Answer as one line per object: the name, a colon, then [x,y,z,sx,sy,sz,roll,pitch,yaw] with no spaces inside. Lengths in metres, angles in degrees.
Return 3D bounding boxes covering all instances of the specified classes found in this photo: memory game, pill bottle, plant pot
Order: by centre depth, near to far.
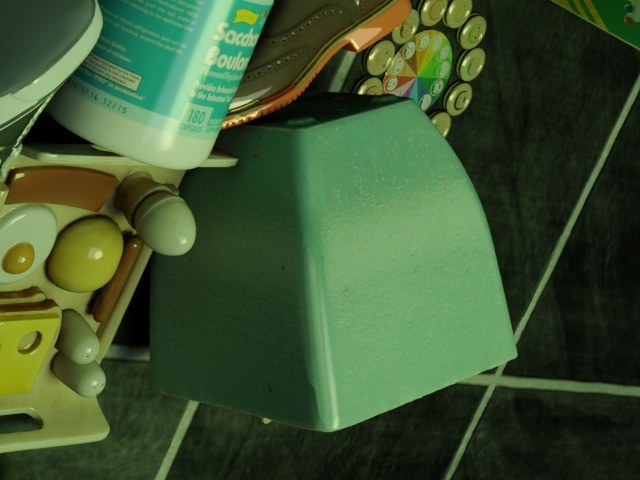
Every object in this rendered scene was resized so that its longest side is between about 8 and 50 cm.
pill bottle: [-0.110,-0.200,1.562,0.146,0.146,0.264,6,112,-51]
plant pot: [0.000,0.000,1.769,0.247,0.248,0.252,-17,107,-40]
memory game: [0.099,-0.160,1.944,0.186,0.012,0.186,-29,136,-32]

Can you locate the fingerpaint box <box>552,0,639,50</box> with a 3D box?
fingerpaint box: [0.424,-0.260,1.936,0.445,0.371,0.163,1,118,-48]

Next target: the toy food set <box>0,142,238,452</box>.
toy food set: [-0.209,0.050,1.663,0.220,0.092,0.306,-2,125,-48]

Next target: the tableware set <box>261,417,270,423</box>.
tableware set: [-0.010,0.090,1.990,0.194,0.039,0.128,-26,123,-42]

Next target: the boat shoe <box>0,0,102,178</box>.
boat shoe: [-0.282,-0.075,1.492,0.306,0.113,0.105,-44,149,-12]

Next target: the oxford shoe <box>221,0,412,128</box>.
oxford shoe: [-0.041,-0.183,1.720,0.271,0.097,0.098,-38,120,-30]
